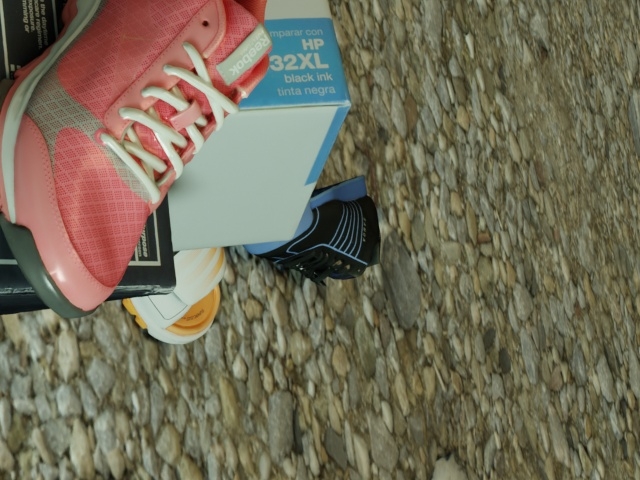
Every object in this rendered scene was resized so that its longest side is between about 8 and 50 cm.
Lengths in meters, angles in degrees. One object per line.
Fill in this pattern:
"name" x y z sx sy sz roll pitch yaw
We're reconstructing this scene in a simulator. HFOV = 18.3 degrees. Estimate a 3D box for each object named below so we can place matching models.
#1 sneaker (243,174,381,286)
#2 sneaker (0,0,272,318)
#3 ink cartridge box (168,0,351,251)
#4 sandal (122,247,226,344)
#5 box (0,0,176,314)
"sneaker" 0.000 0.000 1.824 0.232 0.081 0.090 -23 95 -64
"sneaker" -0.101 -0.096 1.195 0.116 0.136 0.314 55 37 -42
"ink cartridge box" -0.087 -0.176 1.477 0.223 0.129 0.307 114 -32 -62
"sandal" -0.133 -0.011 1.573 0.265 0.076 0.102 53 38 -42
"box" -0.250 -0.099 1.253 0.294 0.183 0.296 3 80 -62
